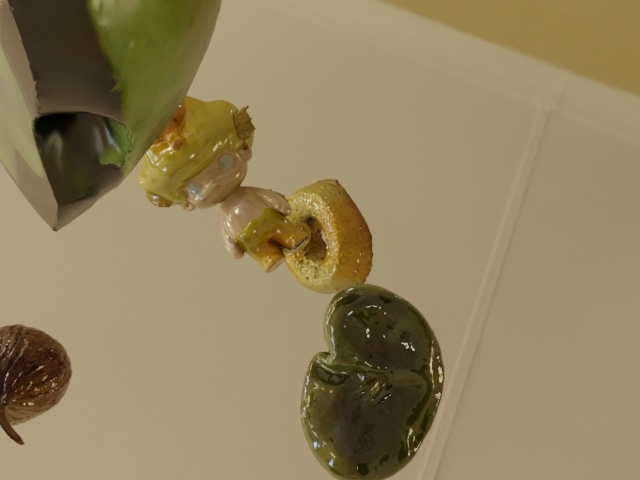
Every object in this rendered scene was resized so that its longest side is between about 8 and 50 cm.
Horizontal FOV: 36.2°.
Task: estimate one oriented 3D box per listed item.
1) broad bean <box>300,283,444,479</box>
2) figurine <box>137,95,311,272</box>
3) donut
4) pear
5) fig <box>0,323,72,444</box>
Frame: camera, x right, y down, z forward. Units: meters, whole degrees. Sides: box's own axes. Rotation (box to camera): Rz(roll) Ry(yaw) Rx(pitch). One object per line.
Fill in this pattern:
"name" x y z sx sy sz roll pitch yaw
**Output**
"broad bean" 0.055 0.148 1.035 0.153 0.206 0.072 0 -179 3
"figurine" -0.117 -0.073 1.123 0.156 0.131 0.246 -39 -95 1
"donut" 0.000 0.000 1.436 0.065 0.162 0.178 -7 -134 -38
"pear" -0.172 -0.220 0.611 0.165 0.399 0.399 -27 -122 -21
"fig" -0.413 0.199 1.274 0.134 0.146 0.201 48 -166 -15
